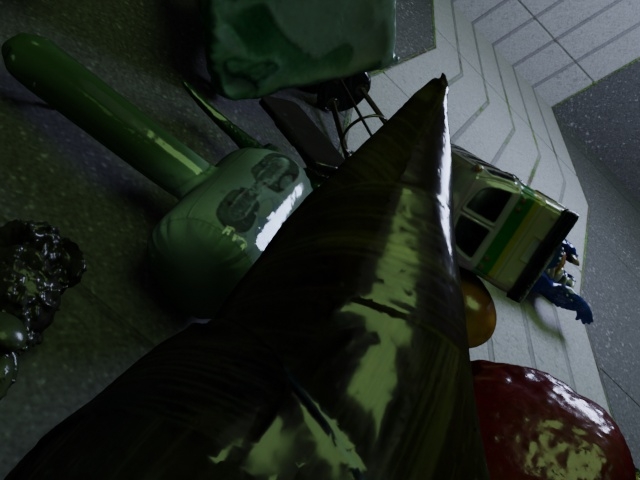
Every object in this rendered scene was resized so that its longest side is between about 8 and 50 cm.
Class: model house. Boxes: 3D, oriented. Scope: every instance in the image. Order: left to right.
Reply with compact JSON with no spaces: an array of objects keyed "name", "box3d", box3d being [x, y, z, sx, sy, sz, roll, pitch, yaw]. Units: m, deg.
[{"name":"model house","box3d":[-0.069,-0.379,0.934,0.267,0.194,0.325,-16,46,-12]}]

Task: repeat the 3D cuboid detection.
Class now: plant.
[{"name":"plant","box3d":[-0.221,0.050,0.452,0.085,0.087,0.174,9,36,-6]}]

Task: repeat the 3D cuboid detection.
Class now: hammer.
[{"name":"hammer","box3d":[-0.168,-0.079,0.635,0.335,0.119,0.206,38,32,-5]}]

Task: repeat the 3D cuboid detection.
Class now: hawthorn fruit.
[{"name":"hawthorn fruit","box3d":[0.142,0.208,0.598,0.266,0.230,0.210,30,62,-3]}]

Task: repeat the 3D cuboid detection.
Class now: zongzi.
[{"name":"zongzi","box3d":[0.077,0.151,0.447,0.403,0.208,0.432,46,69,-12]}]

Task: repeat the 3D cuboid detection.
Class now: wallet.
[{"name":"wallet","box3d":[-0.017,-0.129,0.809,0.082,0.018,0.157,3,41,-47]}]

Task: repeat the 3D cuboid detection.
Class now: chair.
[{"name":"chair","box3d":[0.058,-0.195,1.020,0.095,0.104,0.222,65,3,-51]}]

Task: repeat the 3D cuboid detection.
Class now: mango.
[{"name":"mango","box3d":[0.192,0.084,0.914,0.111,0.089,0.163,48,20,-23]}]

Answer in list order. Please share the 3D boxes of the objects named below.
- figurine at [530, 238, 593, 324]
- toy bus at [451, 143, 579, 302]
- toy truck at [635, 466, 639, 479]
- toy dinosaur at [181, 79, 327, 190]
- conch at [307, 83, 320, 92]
[{"name":"figurine","box3d":[0.409,0.048,1.206,0.262,0.120,0.164,46,34,-39]},{"name":"toy bus","box3d":[0.218,-0.051,0.967,0.179,0.143,0.305,26,14,-12]},{"name":"toy truck","box3d":[0.381,0.330,0.892,0.100,0.077,0.169,-27,81,-44]},{"name":"toy dinosaur","box3d":[0.000,0.000,0.764,0.447,0.087,0.301,31,34,-19]},{"name":"conch","box3d":[-0.012,-0.311,1.078,0.173,0.105,0.116,16,62,-62]}]
